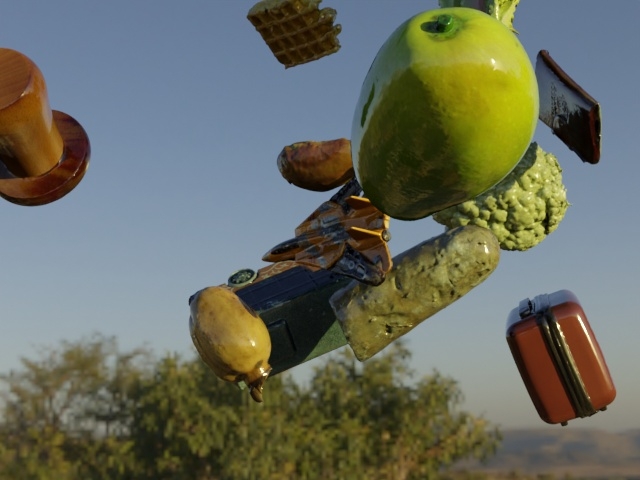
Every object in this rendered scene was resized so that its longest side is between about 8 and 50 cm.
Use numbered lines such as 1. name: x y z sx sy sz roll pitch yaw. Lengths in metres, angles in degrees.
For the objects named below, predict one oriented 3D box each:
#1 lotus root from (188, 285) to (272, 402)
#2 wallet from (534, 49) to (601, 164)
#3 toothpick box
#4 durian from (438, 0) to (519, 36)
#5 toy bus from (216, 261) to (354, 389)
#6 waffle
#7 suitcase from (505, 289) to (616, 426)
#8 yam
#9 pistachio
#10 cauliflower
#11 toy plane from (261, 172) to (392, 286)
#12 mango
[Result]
1. lotus root: -0.145 0.170 1.818 0.118 0.221 0.125 -35 -25 -14
2. wallet: 0.441 -0.235 1.947 0.031 0.137 0.255 -10 32 -8
3. toothpick box: -0.508 -0.188 1.847 0.192 0.192 0.294 -3 -29 4
4. durian: 0.305 -0.496 2.022 0.157 0.355 0.169 4 -6 1
5. toy bus: -0.057 0.132 2.028 0.323 0.162 0.194 -22 27 -10
6. waffle: -0.043 -0.462 2.328 0.211 0.055 0.160 -8 -52 51
7. suitcase: 0.471 0.223 2.144 0.161 0.236 0.297 -23 -1 12
8. yam: 0.153 0.082 1.801 0.330 0.133 0.133 -32 -22 22
9. pistachio: 0.005 -0.115 1.756 0.173 0.049 0.089 -3 -52 26
10. cauliflower: 0.342 -0.108 2.120 0.272 0.275 0.250 -22 4 20
11. toy plane: 0.011 0.002 1.779 0.103 0.204 0.316 9 -19 -30
12. mango: 0.129 -0.121 1.219 0.192 0.156 0.343 31 -27 4
